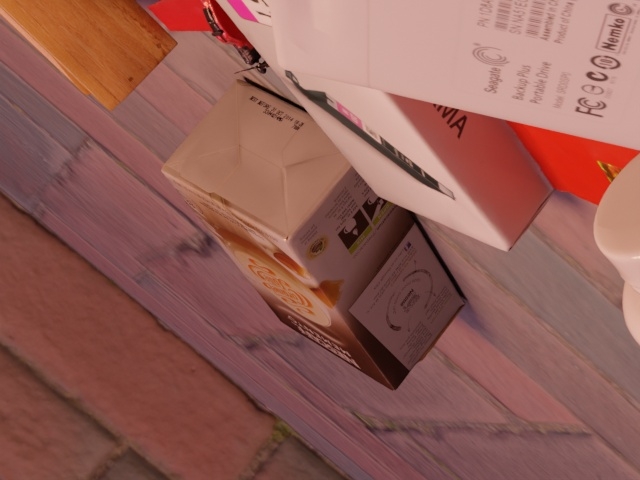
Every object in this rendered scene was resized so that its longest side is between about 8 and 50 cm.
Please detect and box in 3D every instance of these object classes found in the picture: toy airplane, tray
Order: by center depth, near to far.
[{"bbox_3d":[-0.073,-0.165,1.160,0.151,0.028,0.151,26,144,21],"label":"toy airplane"},{"bbox_3d":[-0.282,-0.267,1.244,0.411,0.076,0.203,45,180,-25],"label":"tray"}]

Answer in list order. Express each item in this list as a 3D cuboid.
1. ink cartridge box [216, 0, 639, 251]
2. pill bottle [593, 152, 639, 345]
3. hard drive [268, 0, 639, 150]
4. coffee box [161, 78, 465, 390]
[{"bbox_3d":[0.059,-0.091,1.040,0.239,0.060,0.275,27,163,48],"label":"ink cartridge box"},{"bbox_3d":[0.228,0.043,0.894,0.215,0.117,0.117,44,167,-25],"label":"pill bottle"},{"bbox_3d":[0.158,-0.069,0.537,0.353,0.047,0.233,14,165,6],"label":"hard drive"},{"bbox_3d":[0.000,0.000,1.441,0.141,0.098,0.246,30,165,36],"label":"coffee box"}]
